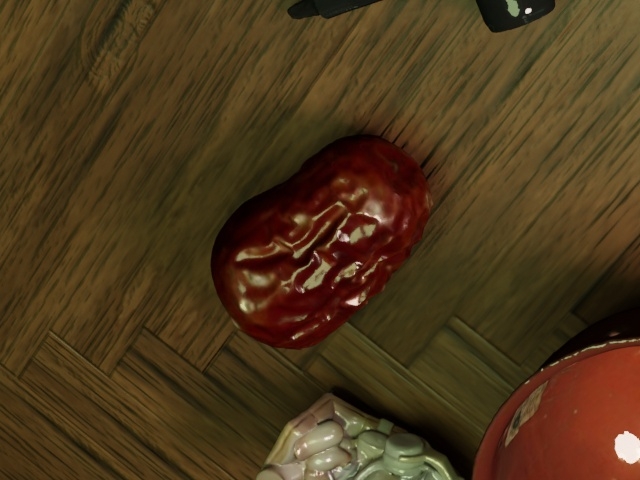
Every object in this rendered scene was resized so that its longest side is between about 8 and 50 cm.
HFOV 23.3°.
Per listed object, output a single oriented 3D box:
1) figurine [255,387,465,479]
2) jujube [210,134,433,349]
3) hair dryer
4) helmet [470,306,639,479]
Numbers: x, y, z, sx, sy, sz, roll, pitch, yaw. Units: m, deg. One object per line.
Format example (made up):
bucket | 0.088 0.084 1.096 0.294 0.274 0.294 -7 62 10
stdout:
figurine | 0.060 0.259 1.570 0.236 0.141 0.162 35 124 4
jujube | 0.000 0.000 1.483 0.155 0.155 0.230 46 118 -2
hair dryer | 0.084 -0.229 1.412 0.255 0.070 0.128 -16 106 33
helmet | 0.333 0.201 1.392 0.385 0.230 0.337 37 118 -6
